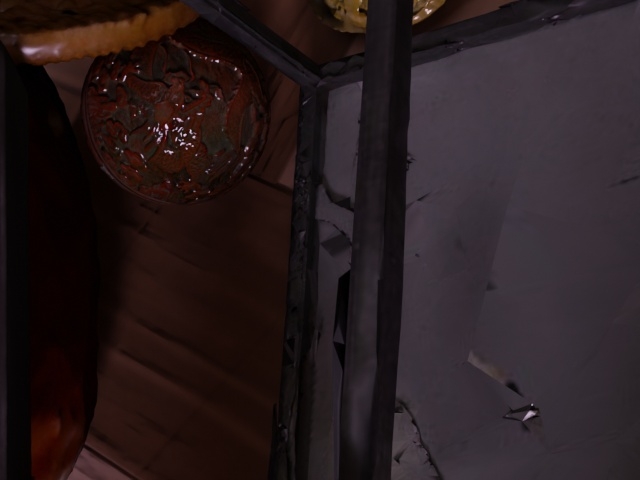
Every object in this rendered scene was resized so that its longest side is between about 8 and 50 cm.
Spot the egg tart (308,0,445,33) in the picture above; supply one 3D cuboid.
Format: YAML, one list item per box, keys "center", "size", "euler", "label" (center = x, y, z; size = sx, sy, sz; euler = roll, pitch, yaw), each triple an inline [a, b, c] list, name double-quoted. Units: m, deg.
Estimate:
- center: [0.039, -0.167, 0.902]
  size: [0.130, 0.052, 0.130]
  euler: [-17, 57, 29]
  label: "egg tart"

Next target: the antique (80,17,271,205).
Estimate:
- center: [-0.073, -0.067, 0.908]
  size: [0.104, 0.104, 0.104]
  euler: [-16, 60, 31]
  label: "antique"

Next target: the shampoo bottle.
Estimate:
- center: [-0.165, 0.038, 0.739]
  size: [0.080, 0.079, 0.246]
  euler: [-3, 76, 0]
  label: "shampoo bottle"

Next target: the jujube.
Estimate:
- center: [-0.220, 0.032, 0.901]
  size: [0.223, 0.223, 0.318]
  euler: [-18, 54, 30]
  label: "jujube"

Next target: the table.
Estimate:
- center: [0.000, 0.000, 0.705]
  size: [0.222, 0.272, 0.335]
  euler: [-12, 62, 32]
  label: "table"

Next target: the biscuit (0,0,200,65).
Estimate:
- center: [-0.146, -0.126, 0.890]
  size: [0.188, 0.188, 0.027]
  euler: [28, 128, 42]
  label: "biscuit"
